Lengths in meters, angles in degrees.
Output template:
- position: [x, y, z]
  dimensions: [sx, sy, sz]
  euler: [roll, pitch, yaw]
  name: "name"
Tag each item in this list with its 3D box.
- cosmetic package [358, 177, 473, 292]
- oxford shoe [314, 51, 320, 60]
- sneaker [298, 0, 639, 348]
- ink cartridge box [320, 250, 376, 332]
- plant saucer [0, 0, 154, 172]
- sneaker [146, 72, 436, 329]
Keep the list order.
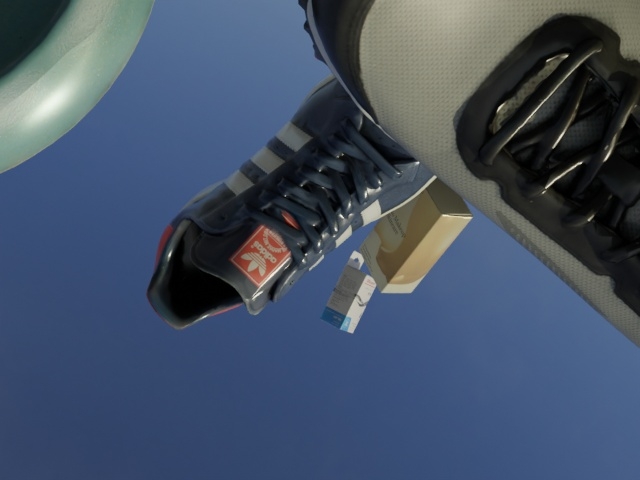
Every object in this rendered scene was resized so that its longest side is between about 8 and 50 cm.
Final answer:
- position: [0.088, -0.007, 1.016]
  dimensions: [0.041, 0.115, 0.060]
  euler: [1, -133, -35]
  name: "cosmetic package"
- position: [0.133, -0.310, 1.443]
  dimensions: [0.123, 0.130, 0.348]
  euler: [21, -154, 32]
  name: "oxford shoe"
- position: [0.107, -0.024, 0.358]
  dimensions: [0.271, 0.100, 0.108]
  euler: [34, -162, -32]
  name: "sneaker"
- position: [0.036, 0.057, 1.176]
  dimensions: [0.028, 0.083, 0.048]
  euler: [26, 180, 21]
  name: "ink cartridge box"
- position: [-0.244, -0.181, 0.578]
  dimensions: [0.317, 0.318, 0.044]
  euler: [29, 174, -5]
  name: "plant saucer"
- position: [-0.021, -0.023, 0.900]
  dimensions: [0.131, 0.350, 0.148]
  euler: [44, -140, -11]
  name: "sneaker"
